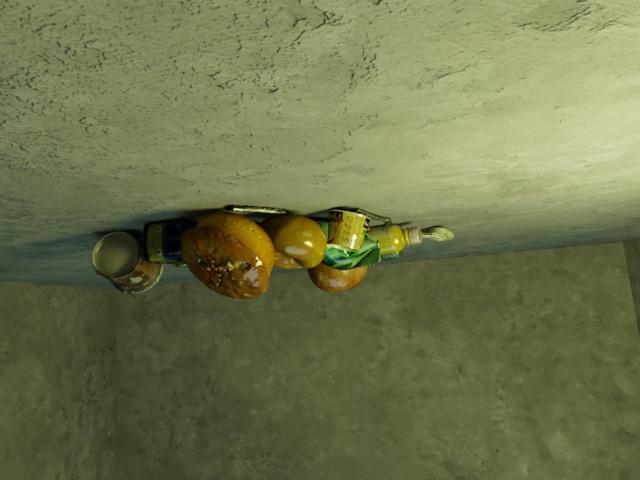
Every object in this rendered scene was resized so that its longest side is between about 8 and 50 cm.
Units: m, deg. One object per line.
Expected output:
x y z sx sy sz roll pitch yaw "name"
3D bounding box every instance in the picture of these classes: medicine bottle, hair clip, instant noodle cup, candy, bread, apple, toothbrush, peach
0.307 -0.009 2.046 0.213 0.121 0.122 -9 171 25 "medicine bottle"
0.491 -0.024 2.232 0.219 0.071 0.159 3 176 -8 "hair clip"
0.087 -0.032 1.675 0.152 0.122 0.151 13 172 2 "instant noodle cup"
-0.705 0.074 1.796 0.218 0.217 0.207 -4 165 -3 "instant noodle cup"
-0.002 0.006 1.866 0.399 0.171 0.263 13 160 -16 "candy"
-0.282 0.049 1.546 0.313 0.172 0.312 17 140 15 "bread"
0.069 0.080 2.172 0.278 0.249 0.309 -22 -161 -4 "apple"
0.194 -0.085 1.797 0.030 0.030 0.297 -36 157 23 "toothbrush"
-0.099 0.012 1.655 0.252 0.153 0.251 10 147 7 "peach"

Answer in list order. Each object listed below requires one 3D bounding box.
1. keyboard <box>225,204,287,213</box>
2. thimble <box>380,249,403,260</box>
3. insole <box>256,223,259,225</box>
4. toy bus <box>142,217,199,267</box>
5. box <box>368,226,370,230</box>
-0.200 -0.095 1.551 0.196 0.018 0.060 2 176 -39 "keyboard"
0.309 0.019 2.188 0.090 0.134 0.118 -10 166 27 "thimble"
-0.231 -0.050 1.823 0.053 0.002 0.153 12 173 13 "insole"
-0.472 0.016 1.729 0.175 0.137 0.288 -6 171 15 "toy bus"
0.167 -0.053 1.999 0.048 0.025 0.115 -9 170 16 "box"
